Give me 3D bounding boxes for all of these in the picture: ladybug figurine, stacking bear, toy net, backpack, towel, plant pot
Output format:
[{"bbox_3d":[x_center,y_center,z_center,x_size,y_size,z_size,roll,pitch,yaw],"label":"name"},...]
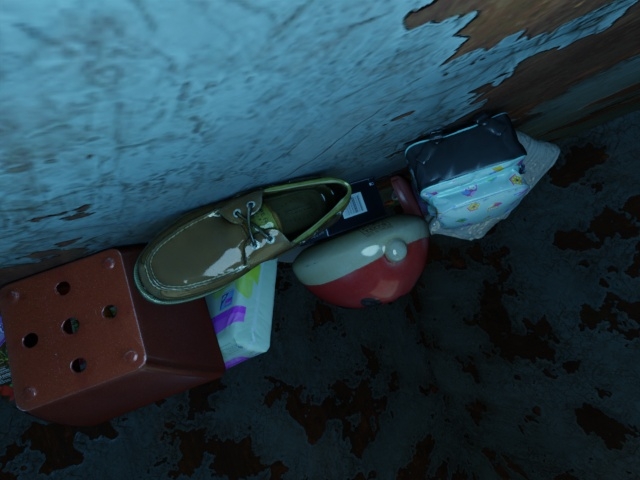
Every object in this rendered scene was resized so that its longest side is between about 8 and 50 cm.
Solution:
[{"bbox_3d":[0.096,0.053,0.921,0.305,0.162,0.449,-21,180,-9],"label":"ladybug figurine"},{"bbox_3d":[0.347,-0.144,0.998,0.289,0.164,0.175,-25,178,21],"label":"stacking bear"},{"bbox_3d":[0.286,-0.172,1.493,0.122,0.045,0.232,-18,178,13],"label":"toy net"},{"bbox_3d":[0.236,-0.098,0.647,0.166,0.144,0.188,-21,171,16],"label":"backpack"},{"bbox_3d":[0.371,-0.110,0.893,0.187,0.049,0.282,7,131,-30],"label":"towel"},{"bbox_3d":[-0.346,0.147,0.669,0.267,0.267,0.236,-20,166,-4],"label":"plant pot"}]

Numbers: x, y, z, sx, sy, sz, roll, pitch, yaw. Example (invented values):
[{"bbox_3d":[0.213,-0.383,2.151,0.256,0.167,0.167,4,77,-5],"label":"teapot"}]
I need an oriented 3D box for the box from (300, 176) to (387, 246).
[{"bbox_3d":[0.033,-0.060,0.893,0.156,0.093,0.158,-19,-179,-26],"label":"box"}]

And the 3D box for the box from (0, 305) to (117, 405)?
[{"bbox_3d":[-0.566,0.213,0.871,0.293,0.201,0.057,-20,-157,-9],"label":"box"}]

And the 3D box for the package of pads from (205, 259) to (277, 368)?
[{"bbox_3d":[-0.205,0.138,0.921,0.101,0.296,0.229,31,133,-32],"label":"package of pads"}]

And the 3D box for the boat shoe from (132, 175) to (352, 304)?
[{"bbox_3d":[-0.089,-0.021,0.527,0.307,0.111,0.104,-31,-178,-35],"label":"boat shoe"}]

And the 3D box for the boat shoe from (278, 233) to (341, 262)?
[{"bbox_3d":[-0.014,-0.029,1.262,0.340,0.127,0.158,-9,-161,18],"label":"boat shoe"}]
